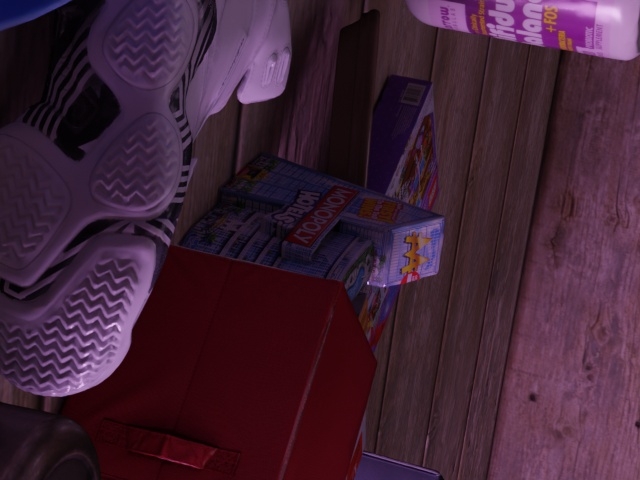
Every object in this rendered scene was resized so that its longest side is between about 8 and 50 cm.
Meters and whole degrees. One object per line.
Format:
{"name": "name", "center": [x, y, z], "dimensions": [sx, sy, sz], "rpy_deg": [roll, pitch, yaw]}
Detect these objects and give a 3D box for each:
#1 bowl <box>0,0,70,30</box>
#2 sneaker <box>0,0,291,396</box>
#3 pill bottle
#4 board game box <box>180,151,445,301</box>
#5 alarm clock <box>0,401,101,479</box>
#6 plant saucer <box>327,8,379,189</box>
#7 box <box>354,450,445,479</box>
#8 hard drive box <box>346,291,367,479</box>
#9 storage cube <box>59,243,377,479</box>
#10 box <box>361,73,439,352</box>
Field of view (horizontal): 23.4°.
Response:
{"name": "bowl", "center": [-0.112, -0.268, 0.700], "dimensions": [0.391, 0.077, 0.391], "rpy_deg": [-45, 165, -15]}
{"name": "sneaker", "center": [-0.110, -0.079, 1.007], "dimensions": [0.210, 0.137, 0.366], "rpy_deg": [15, 85, -71]}
{"name": "pill bottle", "center": [0.181, -0.284, 1.528], "dimensions": [0.169, 0.301, 0.169], "rpy_deg": [13, 90, -73]}
{"name": "board game box", "center": [0.000, 0.000, 1.340], "dimensions": [0.194, 0.194, 0.060], "rpy_deg": [-48, 147, -60]}
{"name": "alarm clock", "center": [-0.159, 0.135, 0.775], "dimensions": [0.129, 0.064, 0.192], "rpy_deg": [-63, 154, -47]}
{"name": "plant saucer", "center": [0.029, -0.089, 1.526], "dimensions": [0.278, 0.041, 0.278], "rpy_deg": [4, 90, -89]}
{"name": "box", "center": [0.038, 0.436, 1.842], "dimensions": [0.312, 0.178, 0.343], "rpy_deg": [56, 49, -70]}
{"name": "hard drive box", "center": [-0.014, 0.188, 1.604], "dimensions": [0.181, 0.089, 0.232], "rpy_deg": [-68, 163, -46]}
{"name": "storage cube", "center": [-0.078, 0.133, 1.208], "dimensions": [0.215, 0.183, 0.193], "rpy_deg": [65, 40, -64]}
{"name": "box", "center": [0.066, -0.018, 1.790], "dimensions": [0.201, 0.057, 0.293], "rpy_deg": [81, 27, -51]}
